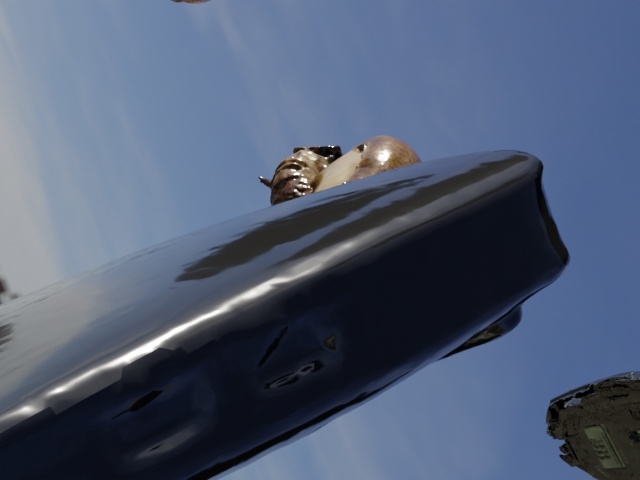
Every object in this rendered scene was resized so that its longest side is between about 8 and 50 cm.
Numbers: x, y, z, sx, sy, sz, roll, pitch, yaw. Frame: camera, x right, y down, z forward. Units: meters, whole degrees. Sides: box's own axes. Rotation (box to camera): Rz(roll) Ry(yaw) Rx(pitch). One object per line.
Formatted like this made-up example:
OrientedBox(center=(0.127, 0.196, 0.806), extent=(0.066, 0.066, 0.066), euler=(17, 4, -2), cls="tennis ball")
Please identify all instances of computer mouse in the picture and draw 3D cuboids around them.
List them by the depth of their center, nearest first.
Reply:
OrientedBox(center=(0.327, 0.188, 1.379), extent=(0.242, 0.077, 0.146), euler=(-16, -75, 49), cls="computer mouse")

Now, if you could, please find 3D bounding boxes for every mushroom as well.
OrientedBox(center=(0.010, 0.004, 1.593), extent=(0.163, 0.297, 0.278), euler=(36, 31, -23), cls="mushroom")

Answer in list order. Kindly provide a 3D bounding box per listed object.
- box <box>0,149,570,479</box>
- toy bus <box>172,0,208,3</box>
OrientedBox(center=(-0.090, 0.054, 0.494), extent=(0.290, 0.289, 0.073), euler=(-16, -83, 48), cls="box")
OrientedBox(center=(-0.121, -0.352, 1.310), extent=(0.194, 0.232, 0.288), euler=(35, 5, 43), cls="toy bus")
